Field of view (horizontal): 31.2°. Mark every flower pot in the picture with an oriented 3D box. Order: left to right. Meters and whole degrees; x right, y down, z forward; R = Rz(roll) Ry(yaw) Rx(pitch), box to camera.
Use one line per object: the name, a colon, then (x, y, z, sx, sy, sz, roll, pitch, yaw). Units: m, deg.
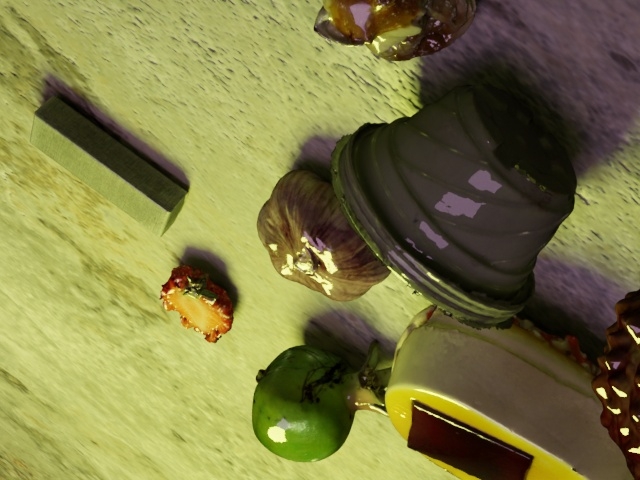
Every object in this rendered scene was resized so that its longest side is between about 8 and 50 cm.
flower pot: (0.136, -0.049, 1.030, 0.235, 0.235, 0.140, 41, 122, -5)

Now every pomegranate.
pomegranate: (0.008, 0.194, 1.416, 0.191, 0.152, 0.131, -11, 124, 28)

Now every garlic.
garlic: (0.000, 0.000, 1.251, 0.159, 0.102, 0.147, 47, 143, -11)

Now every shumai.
shumai: (0.047, -0.206, 0.988, 0.146, 0.116, 0.145, 22, 142, 18)

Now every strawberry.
strawberry: (-0.158, 0.081, 1.508, 0.104, 0.048, 0.152, 20, 154, 10)

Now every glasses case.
glasses case: (-0.260, -0.092, 1.405, 0.205, 0.047, 0.071, 36, 147, 1)

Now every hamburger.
hamburger: (0.213, 0.185, 1.246, 0.295, 0.151, 0.227, 29, 148, 3)

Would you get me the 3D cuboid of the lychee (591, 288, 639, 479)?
lychee: (0.382, 0.123, 0.927, 0.306, 0.306, 0.330, 27, 141, 13)
